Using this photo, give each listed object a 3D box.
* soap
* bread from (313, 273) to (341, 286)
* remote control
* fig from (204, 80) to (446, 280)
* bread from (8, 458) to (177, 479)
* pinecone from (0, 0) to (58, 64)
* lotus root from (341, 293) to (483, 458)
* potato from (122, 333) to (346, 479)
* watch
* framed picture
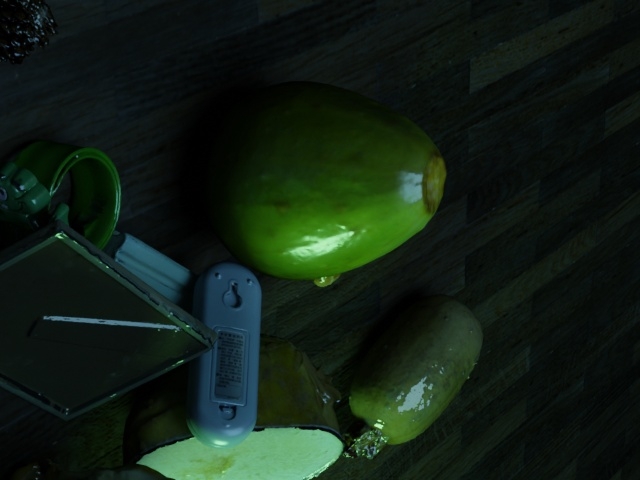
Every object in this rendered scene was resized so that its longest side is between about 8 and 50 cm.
[{"bbox_3d":[-0.224,0.068,1.496,0.198,0.063,0.114,38,75,-52],"label":"soap"},{"bbox_3d":[0.000,0.000,1.770,0.052,0.044,0.157,-35,131,-30],"label":"bread"},{"bbox_3d":[-0.117,0.136,1.472,0.087,0.047,0.244,10,61,-17],"label":"remote control"},{"bbox_3d":[0.008,-0.079,1.509,0.258,0.326,0.258,10,78,-53],"label":"fig"},{"bbox_3d":[-0.341,0.455,1.380,0.361,0.250,0.394,-11,118,-37],"label":"bread"},{"bbox_3d":[-0.317,-0.224,1.238,0.083,0.077,0.077,-35,141,6],"label":"pinecone"},{"bbox_3d":[0.148,0.233,1.978,0.343,0.151,0.169,-49,139,-30],"label":"lotus root"},{"bbox_3d":[-0.136,0.227,1.595,0.299,0.196,0.246,0,141,-28],"label":"potato"},{"bbox_3d":[-0.290,-0.049,1.316,0.152,0.131,0.165,-52,140,-40],"label":"watch"},{"bbox_3d":[-0.288,0.102,1.339,0.232,0.024,0.315,-27,143,13],"label":"framed picture"}]
